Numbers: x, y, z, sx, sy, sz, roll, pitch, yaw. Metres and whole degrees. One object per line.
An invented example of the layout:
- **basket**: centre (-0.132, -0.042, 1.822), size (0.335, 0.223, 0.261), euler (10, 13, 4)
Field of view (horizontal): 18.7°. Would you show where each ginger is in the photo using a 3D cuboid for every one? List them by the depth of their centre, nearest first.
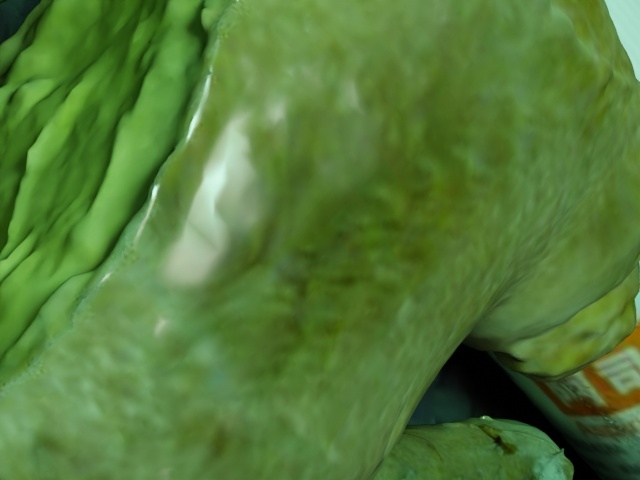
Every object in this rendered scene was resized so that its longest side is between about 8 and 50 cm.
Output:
- **ginger**: centre (0.000, 0.000, 0.542), size (0.221, 0.130, 0.276), euler (24, 87, -42)

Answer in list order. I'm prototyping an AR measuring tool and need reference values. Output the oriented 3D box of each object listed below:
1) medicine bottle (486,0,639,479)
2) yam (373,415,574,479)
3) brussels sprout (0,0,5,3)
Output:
- **medicine bottle**: centre (0.128, 0.012, 0.731), size (0.252, 0.144, 0.144), euler (48, 56, -20)
- **yam**: centre (-0.043, 0.100, 0.622), size (0.317, 0.067, 0.071), euler (-1, 63, -40)
- **brussels sprout**: centre (-0.154, -0.140, 0.501), size (0.271, 0.210, 0.219), euler (-21, 100, -55)
